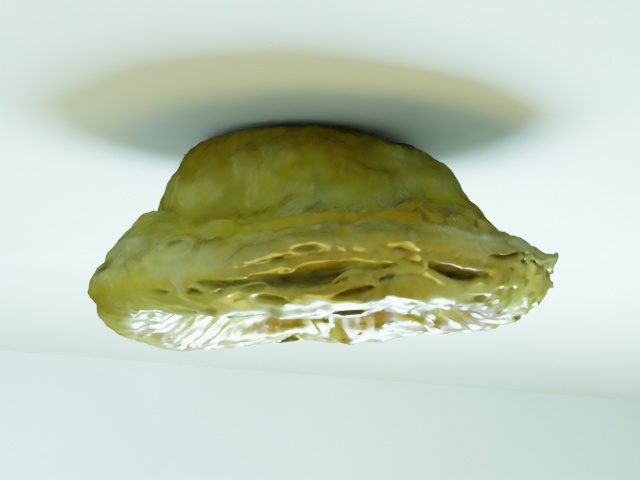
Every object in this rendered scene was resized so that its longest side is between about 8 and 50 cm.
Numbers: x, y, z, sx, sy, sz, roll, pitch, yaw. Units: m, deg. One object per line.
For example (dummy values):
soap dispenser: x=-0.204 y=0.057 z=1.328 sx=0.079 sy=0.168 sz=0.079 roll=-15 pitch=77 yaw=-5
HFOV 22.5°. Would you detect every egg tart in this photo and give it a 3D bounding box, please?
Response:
egg tart: x=0.000 y=0.000 z=1.046 sx=0.319 sy=0.128 sz=0.319 roll=-1 pitch=171 yaw=0
